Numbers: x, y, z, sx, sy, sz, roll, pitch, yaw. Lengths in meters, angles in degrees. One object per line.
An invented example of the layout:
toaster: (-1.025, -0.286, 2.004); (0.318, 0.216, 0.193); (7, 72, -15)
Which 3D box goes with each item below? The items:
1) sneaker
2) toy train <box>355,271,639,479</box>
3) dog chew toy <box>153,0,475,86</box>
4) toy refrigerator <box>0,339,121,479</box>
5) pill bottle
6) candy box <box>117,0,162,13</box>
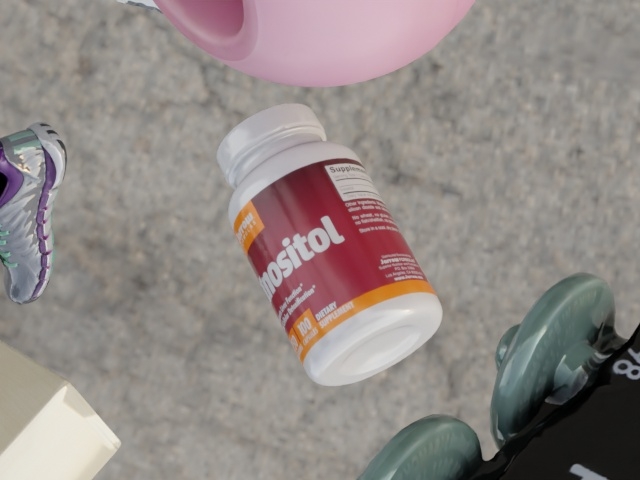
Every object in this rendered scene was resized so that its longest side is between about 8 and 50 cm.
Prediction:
sneaker: (-0.339, -0.024, 1.723); (0.083, 0.098, 0.223); (39, 129, 37)
toy train: (0.073, 0.156, 0.561); (0.142, 0.334, 0.190); (24, 140, 32)
dog chew toy: (0.054, -0.223, 0.829); (0.206, 0.332, 0.206); (41, 154, 25)
toy refrigerator: (-0.285, 0.129, 1.270); (0.269, 0.102, 0.094); (21, 153, 44)
pill bottle: (0.000, 0.000, 0.923); (0.086, 0.152, 0.086); (-24, 157, -11)
candy box: (-0.119, -0.347, 1.548); (0.071, 0.233, 0.159); (17, 136, 17)
